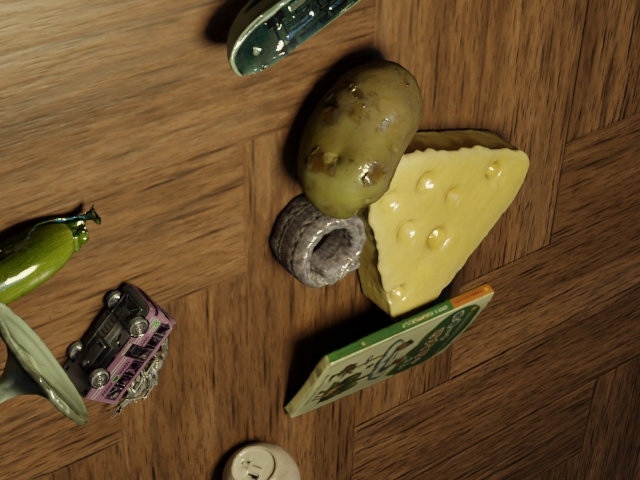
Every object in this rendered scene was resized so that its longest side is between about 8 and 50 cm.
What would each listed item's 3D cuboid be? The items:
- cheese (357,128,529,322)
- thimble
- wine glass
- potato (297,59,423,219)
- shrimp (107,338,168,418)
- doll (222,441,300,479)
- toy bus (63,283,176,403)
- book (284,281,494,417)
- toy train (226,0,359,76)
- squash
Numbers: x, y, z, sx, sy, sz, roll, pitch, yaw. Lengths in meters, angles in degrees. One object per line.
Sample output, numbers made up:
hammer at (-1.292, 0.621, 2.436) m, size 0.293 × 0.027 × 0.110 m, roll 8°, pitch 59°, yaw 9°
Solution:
cheese at (0.164, -0.065, 2.097) m, size 0.384 × 0.104 × 0.384 m, roll -25°, pitch 134°, yaw -28°
thimble at (-0.002, 0.001, 2.003) m, size 0.150 × 0.098 × 0.150 m, roll -22°, pitch 131°, yaw -28°
wine glass at (-0.526, 0.277, 1.577) m, size 0.406 × 0.267 × 0.267 m, roll -39°, pitch 138°, yaw -4°
potato at (0.057, -0.162, 1.892) m, size 0.165 × 0.165 × 0.262 m, roll 25°, pitch 88°, yaw -48°
shrimp at (-0.294, 0.219, 1.937) m, size 0.165 × 0.056 × 0.065 m, roll -59°, pitch 155°, yaw -5°
doll at (-0.093, 0.491, 2.259) m, size 0.151 × 0.151 × 0.287 m, roll -35°, pitch 141°, yaw -17°
toy bus at (-0.308, 0.160, 1.859) m, size 0.178 × 0.087 × 0.098 m, roll -52°, pitch 141°, yaw 7°
book at (0.126, 0.205, 2.224) m, size 0.370 × 0.043 × 0.260 m, roll -21°, pitch 161°, yaw -28°
toy train at (0.010, -0.381, 1.738) m, size 0.407 × 0.088 × 0.086 m, roll -39°, pitch 136°, yaw -13°
squash at (-0.443, 0.048, 1.656) m, size 0.331 × 0.087 × 0.087 m, roll -30°, pitch 135°, yaw -24°
